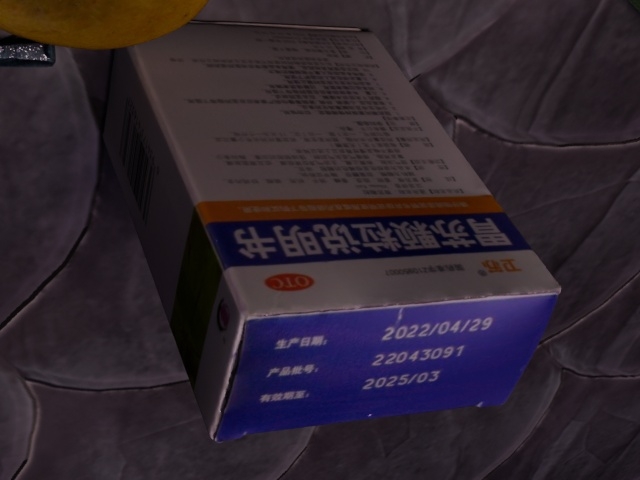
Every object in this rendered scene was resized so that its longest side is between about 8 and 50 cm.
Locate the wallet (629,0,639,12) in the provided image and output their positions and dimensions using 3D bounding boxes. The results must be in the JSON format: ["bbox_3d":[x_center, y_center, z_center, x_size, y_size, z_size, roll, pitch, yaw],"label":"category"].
[{"bbox_3d":[0.303,-0.277,0.816,0.236,0.055,0.160,-44,143,18],"label":"wallet"}]

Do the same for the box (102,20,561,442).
[{"bbox_3d":[-0.011,-0.024,0.724,0.200,0.299,0.106,-3,133,-25],"label":"box"}]

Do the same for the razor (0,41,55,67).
[{"bbox_3d":[-0.265,-0.122,0.705,0.190,0.033,0.066,-4,93,-27],"label":"razor"}]

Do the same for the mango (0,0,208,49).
[{"bbox_3d":[-0.140,-0.179,0.656,0.195,0.098,0.137,11,122,-40],"label":"mango"}]
